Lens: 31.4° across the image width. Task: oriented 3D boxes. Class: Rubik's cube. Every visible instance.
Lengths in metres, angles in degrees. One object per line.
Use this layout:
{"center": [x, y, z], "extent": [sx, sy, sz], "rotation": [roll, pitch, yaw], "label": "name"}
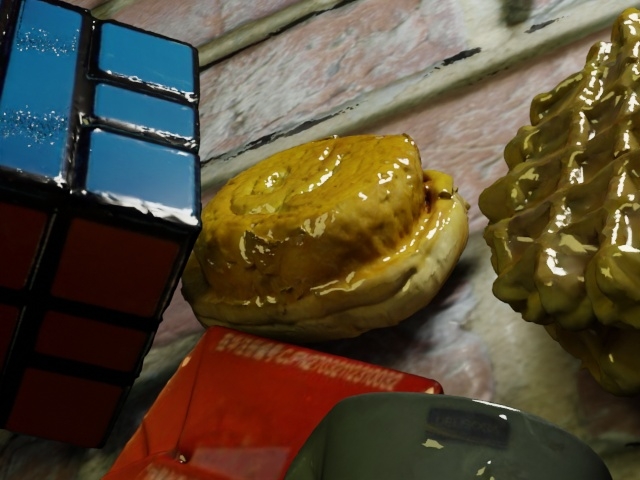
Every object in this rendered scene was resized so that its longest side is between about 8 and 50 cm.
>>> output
{"center": [-0.273, -0.028, 0.972], "extent": [0.288, 0.283, 0.293], "rotation": [-100, 33, -51], "label": "Rubik's cube"}

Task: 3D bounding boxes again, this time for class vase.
{"center": [0.066, 0.219, 0.519], "extent": [0.251, 0.156, 0.301], "rotation": [-10, 41, 24], "label": "vase"}

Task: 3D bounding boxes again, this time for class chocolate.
{"center": [-0.041, 0.191, 0.782], "extent": [0.237, 0.108, 0.235], "rotation": [7, 56, 45], "label": "chocolate"}

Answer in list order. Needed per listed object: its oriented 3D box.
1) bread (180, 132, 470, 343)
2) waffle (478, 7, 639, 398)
{"center": [-0.002, 0.002, 0.918], "extent": [0.236, 0.120, 0.198], "rotation": [-7, 29, 31], "label": "bread"}
{"center": [0.246, -0.047, 0.737], "extent": [0.261, 0.151, 0.324], "rotation": [-17, 32, 55], "label": "waffle"}
